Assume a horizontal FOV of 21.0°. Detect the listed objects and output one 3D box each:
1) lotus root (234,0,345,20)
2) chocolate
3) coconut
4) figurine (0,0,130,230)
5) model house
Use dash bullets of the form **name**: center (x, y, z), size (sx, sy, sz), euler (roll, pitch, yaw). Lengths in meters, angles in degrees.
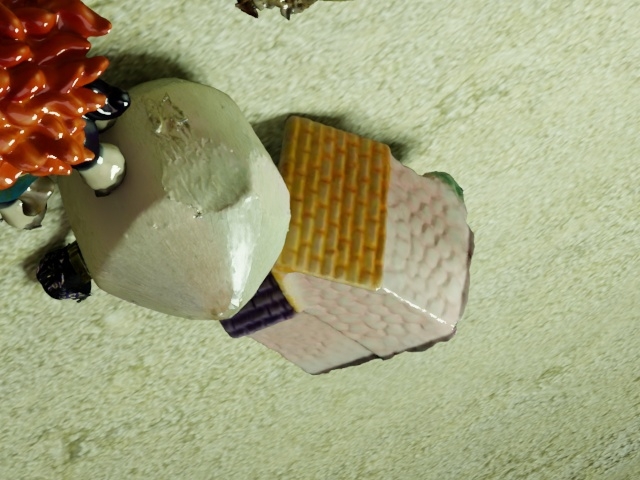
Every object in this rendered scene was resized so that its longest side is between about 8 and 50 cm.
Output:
- **lotus root**: center (0.052, -0.299, 1.455), size (0.342, 0.151, 0.169), euler (-42, 145, 20)
- **chocolate**: center (-0.249, 0.020, 1.816), size (0.072, 0.070, 0.147), euler (27, 126, -20)
- **coconut**: center (-0.132, -0.030, 1.654), size (0.224, 0.234, 0.224), euler (-21, 144, -16)
- **figurine**: center (-0.319, -0.117, 1.432), size (0.306, 0.241, 0.412), euler (5, 165, 1)
- **model house**: center (0.000, 0.000, 1.857), size (0.237, 0.202, 0.237), euler (-17, 143, 41)
